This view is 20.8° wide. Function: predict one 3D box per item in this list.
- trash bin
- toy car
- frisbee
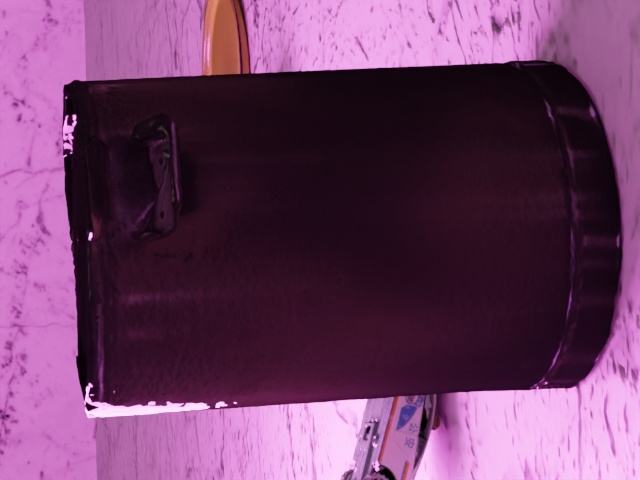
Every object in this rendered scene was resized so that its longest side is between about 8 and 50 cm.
[{"bbox_3d":[0.000,0.000,1.043,0.252,0.302,0.202,119,146,-64],"label":"trash bin"},{"bbox_3d":[0.061,0.136,1.332,0.093,0.058,0.186,148,137,-79],"label":"toy car"},{"bbox_3d":[-0.111,-0.190,2.052,0.236,0.017,0.235,178,90,-76],"label":"frisbee"}]
